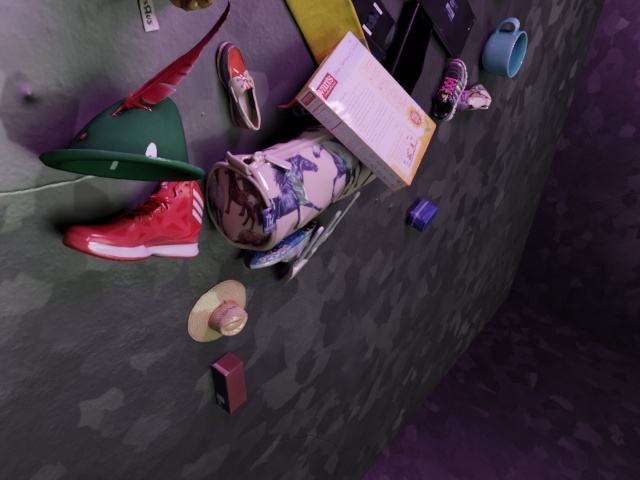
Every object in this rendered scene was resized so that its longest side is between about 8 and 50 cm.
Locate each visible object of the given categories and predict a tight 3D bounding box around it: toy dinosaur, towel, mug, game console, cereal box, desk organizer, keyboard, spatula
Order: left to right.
[{"bbox_3d":[-0.197,0.311,0.991,0.050,0.047,0.130,-34,137,-42],"label":"desk organizer"},{"bbox_3d":[-0.025,-0.268,0.838,0.090,0.047,0.082,16,80,-47],"label":"toy dinosaur"},{"bbox_3d":[0.000,0.000,0.959,0.168,0.019,0.242,-44,175,-33],"label":"spatula"},{"bbox_3d":[0.020,-0.373,0.805,0.102,0.021,0.237,-33,146,6],"label":"towel"},{"bbox_3d":[0.089,-0.224,0.798,0.240,0.047,0.173,41,57,-17],"label":"cereal box"},{"bbox_3d":[0.135,-0.425,0.954,0.361,0.044,0.213,12,100,-57],"label":"game console"},{"bbox_3d":[0.320,-0.597,1.105,0.317,0.033,0.202,12,103,-58],"label":"keyboard"},{"bbox_3d":[0.557,-0.586,1.386,0.129,0.097,0.158,-17,124,-49],"label":"mug"}]

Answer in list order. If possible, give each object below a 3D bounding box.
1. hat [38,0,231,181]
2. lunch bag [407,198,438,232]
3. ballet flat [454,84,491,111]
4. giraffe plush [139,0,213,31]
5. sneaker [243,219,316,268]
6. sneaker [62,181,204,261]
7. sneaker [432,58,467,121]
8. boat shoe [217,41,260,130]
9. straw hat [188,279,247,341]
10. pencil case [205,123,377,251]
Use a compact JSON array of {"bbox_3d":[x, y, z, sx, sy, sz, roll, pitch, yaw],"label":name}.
[{"bbox_3d":[-0.216,-0.172,0.550,0.173,0.208,0.184,179,-87,-80],"label":"hat"},{"bbox_3d":[0.316,-0.078,1.432,0.098,0.065,0.067,-45,159,-28],"label":"lunch bag"},{"bbox_3d":[0.470,-0.428,1.391,0.221,0.079,0.077,-26,131,-44],"label":"ballet flat"},{"bbox_3d":[-0.167,-0.317,0.477,0.181,0.170,0.210,-48,145,-24],"label":"giraffe plush"},{"bbox_3d":[-0.079,0.022,0.940,0.190,0.071,0.083,-31,141,-40],"label":"sneaker"},{"bbox_3d":[-0.253,-0.042,0.651,0.221,0.087,0.128,0,104,-68],"label":"sneaker"},{"bbox_3d":[0.350,-0.406,1.249,0.074,0.063,0.170,-34,142,-47],"label":"sneaker"},{"bbox_3d":[-0.124,-0.238,0.714,0.049,0.043,0.137,-37,138,-33],"label":"boat shoe"},{"bbox_3d":[-0.181,0.153,0.890,0.144,0.061,0.145,-33,136,-39],"label":"straw hat"},{"bbox_3d":[-0.006,-0.139,0.836,0.410,0.160,0.183,-35,164,-36],"label":"pencil case"}]
